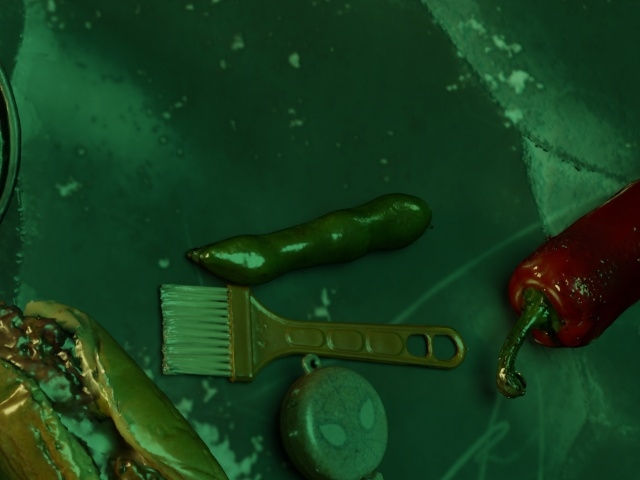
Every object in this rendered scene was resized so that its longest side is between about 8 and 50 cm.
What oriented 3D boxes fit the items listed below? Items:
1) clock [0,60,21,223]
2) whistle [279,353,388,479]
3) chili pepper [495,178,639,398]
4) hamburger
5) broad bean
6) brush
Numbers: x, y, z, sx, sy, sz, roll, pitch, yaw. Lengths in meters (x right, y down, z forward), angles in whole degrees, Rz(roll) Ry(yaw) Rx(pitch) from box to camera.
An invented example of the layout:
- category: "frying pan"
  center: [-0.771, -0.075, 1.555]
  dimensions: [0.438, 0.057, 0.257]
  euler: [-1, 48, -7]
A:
- category: "clock"
  center: [-0.398, -0.087, 1.428]
  dimensions: [0.318, 0.066, 0.319]
  euler: [9, 70, -25]
- category: "whistle"
  center: [0.026, 0.204, 1.564]
  dimensions: [0.107, 0.057, 0.220]
  euler: [-24, 91, -44]
- category: "chili pepper"
  center: [0.286, 0.012, 1.726]
  dimensions: [0.387, 0.110, 0.110]
  euler: [-38, 94, -32]
- category: "hamburger"
  center: [-0.170, 0.194, 1.404]
  dimensions: [0.155, 0.245, 0.282]
  euler: [-38, 138, -36]
- category: "broad bean"
  center: [0.001, 0.000, 1.617]
  dimensions: [0.256, 0.053, 0.052]
  euler: [-13, 119, -28]
- category: "brush"
  center: [0.001, 0.090, 1.607]
  dimensions: [0.314, 0.017, 0.090]
  euler: [6, 72, -27]
